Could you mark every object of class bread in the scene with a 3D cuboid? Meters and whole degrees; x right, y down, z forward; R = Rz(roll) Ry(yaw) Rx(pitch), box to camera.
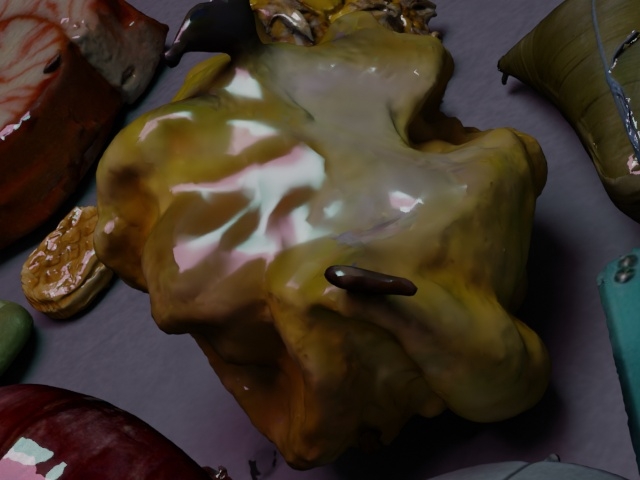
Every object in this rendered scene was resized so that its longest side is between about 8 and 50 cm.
[{"bbox_3d":[-0.209,0.019,1.404,0.083,0.044,0.111,21,66,47],"label":"bread"},{"bbox_3d":[-0.321,-0.124,1.606,0.295,0.114,0.328,-4,47,38],"label":"bread"}]

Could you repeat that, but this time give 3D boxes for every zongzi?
[{"bbox_3d":[0.191,-0.086,1.131,0.256,0.115,0.228,-23,46,47],"label":"zongzi"}]

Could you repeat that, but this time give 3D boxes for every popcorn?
[{"bbox_3d":[0.000,0.000,1.068,0.297,0.281,0.316,1,57,1],"label":"popcorn"}]

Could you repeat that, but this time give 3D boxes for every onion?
[{"bbox_3d":[-0.129,0.191,0.957,0.273,0.273,0.285,2,28,43],"label":"onion"}]

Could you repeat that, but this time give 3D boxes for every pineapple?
[{"bbox_3d":[0.002,-0.191,1.357,0.161,0.158,0.334,-38,34,-1],"label":"pineapple"}]

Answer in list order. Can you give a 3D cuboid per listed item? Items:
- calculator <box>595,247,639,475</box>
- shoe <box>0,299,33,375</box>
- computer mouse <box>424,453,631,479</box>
[{"bbox_3d":[0.296,0.053,0.900,0.274,0.058,0.248,-27,35,15],"label":"calculator"},{"bbox_3d":[-0.367,0.086,1.416,0.262,0.128,0.140,10,70,50],"label":"shoe"},{"bbox_3d":[0.055,0.242,0.849,0.188,0.122,0.371,-5,43,37],"label":"computer mouse"}]
